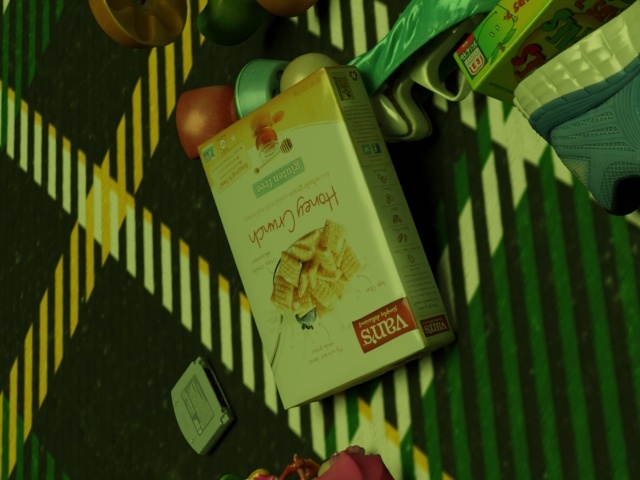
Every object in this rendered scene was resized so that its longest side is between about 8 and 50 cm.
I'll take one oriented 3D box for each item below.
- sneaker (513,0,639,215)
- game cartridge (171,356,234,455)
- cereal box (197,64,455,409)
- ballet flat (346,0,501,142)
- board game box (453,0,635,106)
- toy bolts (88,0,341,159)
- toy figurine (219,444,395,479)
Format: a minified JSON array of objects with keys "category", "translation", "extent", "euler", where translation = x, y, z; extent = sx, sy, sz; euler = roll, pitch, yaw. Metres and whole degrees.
[{"category":"sneaker","translation":[0.269,-0.112,1.114],"extent":[0.147,0.130,0.330],"euler":[59,146,5]},{"category":"game cartridge","translation":[-0.109,0.153,1.568],"extent":[0.056,0.017,0.083],"euler":[-51,43,21]},{"category":"cereal box","translation":[0.000,0.000,1.403],"extent":[0.173,0.047,0.240],"euler":[-29,76,42]},{"category":"ballet flat","translation":[0.075,-0.133,1.401],"extent":[0.247,0.083,0.087],"euler":[-47,58,32]},{"category":"board game box","translation":[0.192,-0.174,1.257],"extent":[0.181,0.092,0.043],"euler":[-49,45,27]},{"category":"toy bolts","translation":[-0.068,-0.188,1.515],"extent":[0.158,0.218,0.228],"euler":[-20,79,41]},{"category":"toy figurine","translation":[-0.005,0.217,1.366],"extent":[0.159,0.130,0.173],"euler":[-34,26,22]}]
